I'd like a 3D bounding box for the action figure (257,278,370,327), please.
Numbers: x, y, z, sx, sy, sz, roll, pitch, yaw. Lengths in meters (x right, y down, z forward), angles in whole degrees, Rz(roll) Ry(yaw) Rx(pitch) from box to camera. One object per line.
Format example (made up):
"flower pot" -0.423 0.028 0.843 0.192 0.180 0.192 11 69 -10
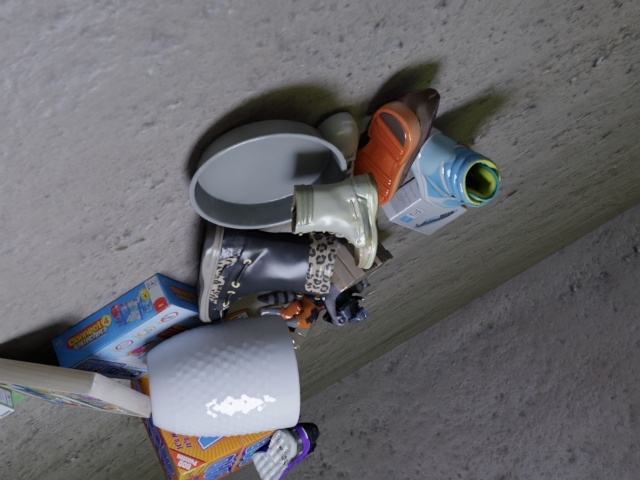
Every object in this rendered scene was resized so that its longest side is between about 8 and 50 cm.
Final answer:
"action figure" 0.005 0.172 2.028 0.330 0.178 0.341 -26 -176 -21

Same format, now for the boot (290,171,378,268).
"boot" 0.026 -0.027 1.350 0.165 0.077 0.213 -9 129 -9

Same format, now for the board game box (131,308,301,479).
"board game box" -0.318 0.478 2.050 0.356 0.356 0.356 -20 157 -23

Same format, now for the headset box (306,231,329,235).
"headset box" 0.000 0.000 1.740 0.032 0.083 0.062 -40 157 27

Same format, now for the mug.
"mug" -0.254 0.329 1.726 0.328 0.276 0.374 -5 -177 -15

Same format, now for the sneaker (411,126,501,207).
"sneaker" 0.330 -0.122 1.629 0.127 0.208 0.319 -54 148 -1

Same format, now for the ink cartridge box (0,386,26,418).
"ink cartridge box" -0.774 0.374 1.595 0.109 0.062 0.209 -30 147 2

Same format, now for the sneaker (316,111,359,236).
"sneaker" 0.054 -0.118 1.424 0.108 0.169 0.292 -22 157 -13

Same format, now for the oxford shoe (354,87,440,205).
"oxford shoe" 0.157 -0.183 1.471 0.133 0.130 0.363 -38 172 -24

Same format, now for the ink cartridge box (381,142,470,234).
"ink cartridge box" 0.331 -0.127 1.892 0.261 0.066 0.296 -36 158 20

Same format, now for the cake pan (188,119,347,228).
"cake pan" -0.099 -0.121 1.297 0.293 0.054 0.293 -11 151 -6

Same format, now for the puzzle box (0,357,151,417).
"puzzle box" -0.580 0.350 1.650 0.272 0.052 0.409 6 160 8

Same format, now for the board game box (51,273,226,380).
"board game box" -0.425 0.221 1.708 0.302 0.086 0.308 -32 159 7

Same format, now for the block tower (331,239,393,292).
"block tower" 0.100 0.054 1.872 0.091 0.097 0.335 -39 172 17

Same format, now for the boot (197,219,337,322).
"boot" -0.126 0.082 1.566 0.284 0.138 0.377 5 145 -7

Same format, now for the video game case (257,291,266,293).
"video game case" -0.123 0.093 1.895 0.119 0.015 0.166 -4 148 -46

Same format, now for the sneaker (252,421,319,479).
"sneaker" -0.084 0.591 1.972 0.146 0.102 0.293 -17 156 -35

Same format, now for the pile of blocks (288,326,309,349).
"pile of blocks" -0.163 0.364 2.379 0.113 0.149 0.362 26 124 -12
